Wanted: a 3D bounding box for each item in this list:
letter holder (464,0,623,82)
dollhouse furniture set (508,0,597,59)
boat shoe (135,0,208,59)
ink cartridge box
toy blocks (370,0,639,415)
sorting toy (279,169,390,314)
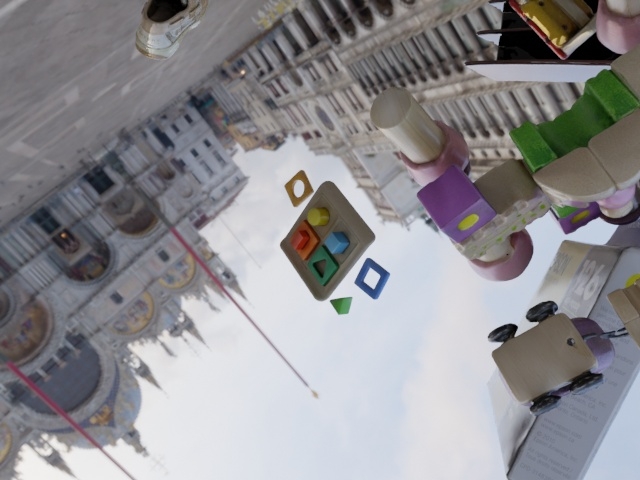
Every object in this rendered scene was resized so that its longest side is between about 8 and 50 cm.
[{"bbox_3d":[0.455,-0.392,1.092,0.301,0.152,0.214,13,-166,35],"label":"letter holder"},{"bbox_3d":[0.235,-0.419,0.734,0.201,0.374,0.152,-44,-178,-16],"label":"dollhouse furniture set"},{"bbox_3d":[-0.345,-0.580,1.384,0.110,0.121,0.341,121,-16,-52],"label":"boat shoe"},{"bbox_3d":[0.277,0.075,0.606,0.307,0.072,0.303,-68,167,6],"label":"ink cartridge box"},{"bbox_3d":[0.251,-0.041,0.508,0.288,0.260,0.309,-34,-122,19],"label":"toy blocks"},{"bbox_3d":[0.000,0.000,1.186,0.047,0.348,0.196,3,133,-49],"label":"sorting toy"}]
